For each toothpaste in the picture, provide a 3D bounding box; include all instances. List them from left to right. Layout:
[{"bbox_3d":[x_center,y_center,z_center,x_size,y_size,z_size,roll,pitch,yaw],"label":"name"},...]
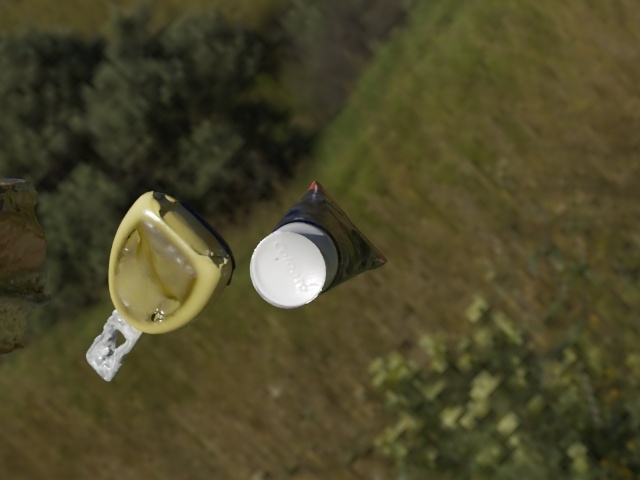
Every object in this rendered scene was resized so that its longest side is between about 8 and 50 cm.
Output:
[{"bbox_3d":[0.000,0.000,1.185,0.045,0.071,0.193,-42,-3,15],"label":"toothpaste"}]

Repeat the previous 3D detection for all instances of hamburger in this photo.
[{"bbox_3d":[-0.310,0.027,1.412,0.155,0.135,0.207,-2,7,24],"label":"hamburger"}]

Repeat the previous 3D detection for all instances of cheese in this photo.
[{"bbox_3d":[-0.123,0.041,1.358,0.036,0.086,0.162,-39,-11,-49],"label":"cheese"}]
